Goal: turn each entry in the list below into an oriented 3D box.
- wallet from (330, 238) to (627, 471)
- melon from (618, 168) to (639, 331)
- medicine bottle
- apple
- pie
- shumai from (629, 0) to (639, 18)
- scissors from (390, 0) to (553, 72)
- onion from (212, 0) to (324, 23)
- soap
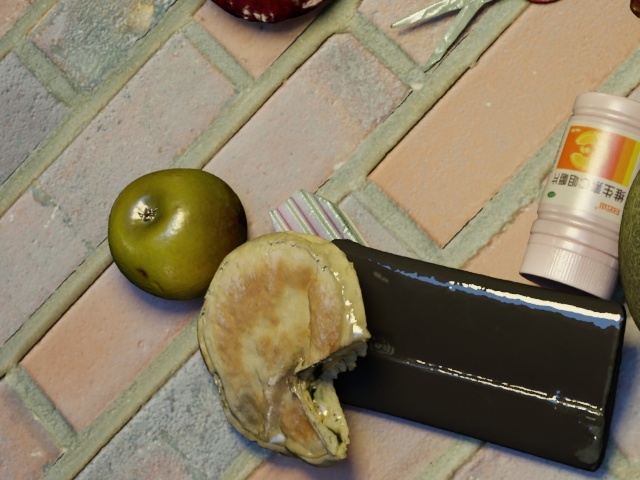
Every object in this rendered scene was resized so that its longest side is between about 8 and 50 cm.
[{"bbox_3d":[0.181,0.145,1.858,0.406,0.062,0.228,13,107,22],"label":"wallet"},{"bbox_3d":[0.475,0.007,1.716,0.237,0.237,0.301,0,103,19],"label":"melon"},{"bbox_3d":[0.350,-0.054,1.841,0.133,0.133,0.249,19,86,22],"label":"medicine bottle"},{"bbox_3d":[-0.203,-0.012,2.013,0.196,0.157,0.196,-8,68,21],"label":"apple"},{"bbox_3d":[-0.047,0.136,1.898,0.337,0.075,0.337,12,106,47],"label":"pie"},{"bbox_3d":[0.525,-0.313,1.801,0.272,0.203,0.222,-7,77,14],"label":"shumai"},{"bbox_3d":[0.218,-0.338,1.986,0.248,0.017,0.144,-36,95,13],"label":"scissors"},{"bbox_3d":[-0.082,-0.431,2.027,0.252,0.219,0.252,-2,77,9],"label":"onion"},{"bbox_3d":[0.000,0.000,1.991,0.100,0.056,0.149,-38,70,9],"label":"soap"}]
